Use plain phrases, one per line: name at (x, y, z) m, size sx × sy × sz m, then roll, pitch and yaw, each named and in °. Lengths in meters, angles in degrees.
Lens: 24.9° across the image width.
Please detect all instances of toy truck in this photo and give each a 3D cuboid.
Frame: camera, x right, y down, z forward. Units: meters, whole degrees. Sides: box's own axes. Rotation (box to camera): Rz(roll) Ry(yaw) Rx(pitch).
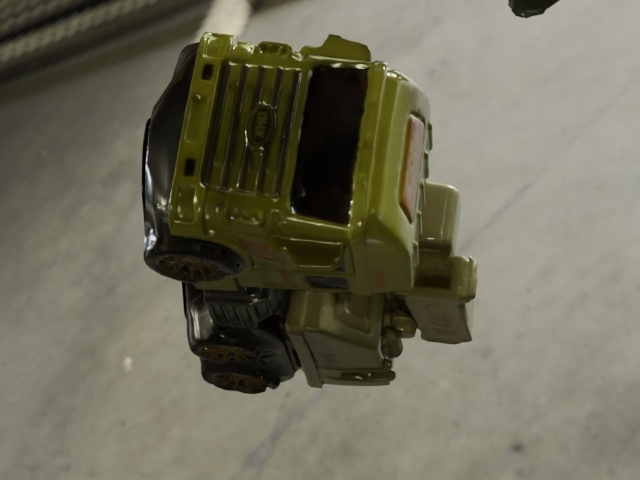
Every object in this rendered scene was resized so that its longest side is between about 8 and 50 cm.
toy truck at (0.000, 0.000, 1.168) m, size 0.254 × 0.405 × 0.181 m, roll 3°, pitch 68°, yaw 7°

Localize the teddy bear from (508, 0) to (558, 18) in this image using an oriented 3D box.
teddy bear at (0.102, -0.298, 1.100) m, size 0.144 × 0.171 × 0.251 m, roll -11°, pitch 65°, yaw 46°
